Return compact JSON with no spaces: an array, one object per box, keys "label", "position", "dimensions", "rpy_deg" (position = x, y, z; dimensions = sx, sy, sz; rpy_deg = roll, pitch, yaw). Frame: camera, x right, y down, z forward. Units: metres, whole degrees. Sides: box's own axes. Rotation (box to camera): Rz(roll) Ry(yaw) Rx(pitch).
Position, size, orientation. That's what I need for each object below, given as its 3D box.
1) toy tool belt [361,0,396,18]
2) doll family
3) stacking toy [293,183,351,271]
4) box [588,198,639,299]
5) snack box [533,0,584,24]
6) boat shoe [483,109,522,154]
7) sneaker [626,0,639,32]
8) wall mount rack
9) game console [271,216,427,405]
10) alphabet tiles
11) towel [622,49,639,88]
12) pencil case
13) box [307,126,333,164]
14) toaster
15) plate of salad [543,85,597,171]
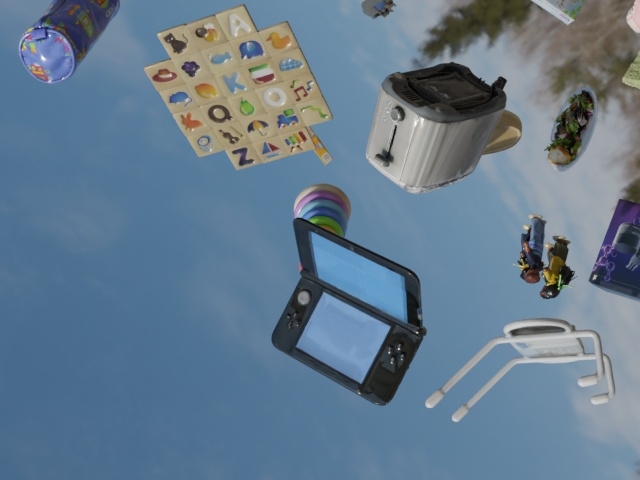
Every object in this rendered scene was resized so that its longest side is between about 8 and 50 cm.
[{"label":"toy tool belt","position":[0.130,-0.490,2.111],"dimensions":[0.051,0.083,0.052],"rpy_deg":[26,-132,-48]},{"label":"doll family","position":[0.362,0.038,1.653],"dimensions":[0.193,0.076,0.111],"rpy_deg":[30,-114,-40]},{"label":"stacking toy","position":[0.000,0.000,2.355],"dimensions":[0.141,0.141,0.330],"rpy_deg":[41,-156,-20]},{"label":"box","position":[0.681,0.043,1.970],"dimensions":[0.261,0.184,0.103],"rpy_deg":[20,-179,43]},{"label":"snack box","position":[0.566,-0.600,2.442],"dimensions":[0.141,0.100,0.037],"rpy_deg":[31,166,-12]},{"label":"boat shoe","position":[0.267,-0.190,1.962],"dimensions":[0.302,0.109,0.098],"rpy_deg":[-4,-139,-23]},{"label":"sneaker","position":[0.649,-0.478,2.066],"dimensions":[0.051,0.070,0.134],"rpy_deg":[-52,-53,-32]},{"label":"wall mount rack","position":[0.356,0.237,1.806],"dimensions":[0.350,0.304,0.131],"rpy_deg":[40,-135,-63]},{"label":"game console","position":[0.037,0.135,1.925],"dimensions":[0.293,0.250,0.173],"rpy_deg":[26,177,30]},{"label":"alphabet tiles","position":[-0.149,-0.275,1.890],"dimensions":[0.011,0.285,0.343],"rpy_deg":[-88,-23,-45]},{"label":"towel","position":[0.638,-0.316,1.863],"dimensions":[0.148,0.110,0.027],"rpy_deg":[21,163,43]},{"label":"pencil case","position":[-0.506,-0.443,2.063],"dimensions":[0.306,0.119,0.133],"rpy_deg":[-77,-27,-51]},{"label":"box","position":[-0.019,-0.242,2.398],"dimensions":[0.081,0.028,0.136],"rpy_deg":[50,-171,-38]},{"label":"toaster","position":[0.166,-0.163,1.461],"dimensions":[0.227,0.146,0.129],"rpy_deg":[-20,-130,-43]},{"label":"plate of salad","position":[0.561,-0.254,2.296],"dimensions":[0.048,0.200,0.200],"rpy_deg":[15,-145,-14]}]
